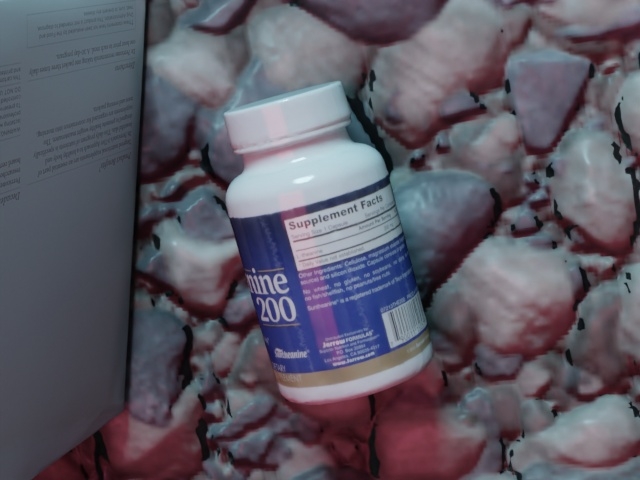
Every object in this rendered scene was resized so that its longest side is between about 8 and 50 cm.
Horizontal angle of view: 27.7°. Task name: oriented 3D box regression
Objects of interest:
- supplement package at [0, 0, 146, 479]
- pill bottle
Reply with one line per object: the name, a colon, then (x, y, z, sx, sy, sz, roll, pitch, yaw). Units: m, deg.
supplement package: (-0.182, -0.007, 0.521, 0.149, 0.194, 0.203, 11, 107, 18)
pill bottle: (0.000, 0.000, 0.524, 0.067, 0.067, 0.120, -11, 100, 23)
